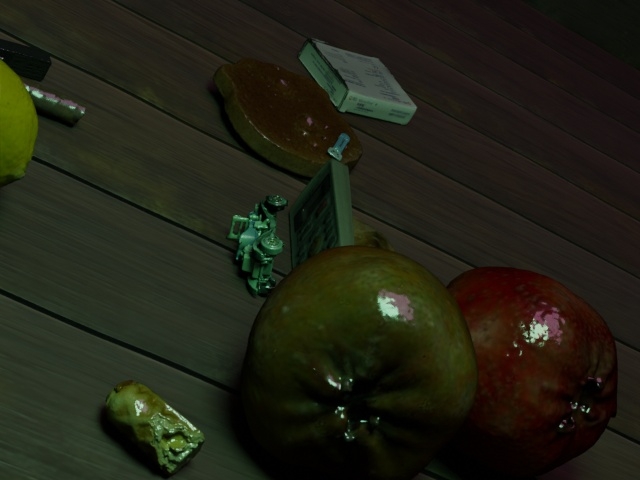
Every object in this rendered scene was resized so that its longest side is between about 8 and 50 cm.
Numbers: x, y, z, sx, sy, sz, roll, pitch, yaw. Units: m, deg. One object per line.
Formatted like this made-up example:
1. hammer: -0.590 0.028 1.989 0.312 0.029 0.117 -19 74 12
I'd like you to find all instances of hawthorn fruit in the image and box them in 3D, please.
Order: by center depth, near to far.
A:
1. hawthorn fruit: 0.050 0.135 1.401 0.268 0.268 0.301 33 24 -6
2. hawthorn fruit: 0.230 0.157 1.578 0.265 0.265 0.307 9 16 -41

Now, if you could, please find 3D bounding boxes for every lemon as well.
1. lemon: -0.414 -0.135 1.367 0.203 0.178 0.178 40 28 5

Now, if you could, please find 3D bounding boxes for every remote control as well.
1. remote control: 0.000 0.000 1.686 0.038 0.123 0.285 27 31 -18

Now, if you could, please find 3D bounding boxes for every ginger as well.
1. ginger: 0.059 0.024 1.768 0.095 0.069 0.190 33 26 -17

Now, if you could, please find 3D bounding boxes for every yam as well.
1. yam: -0.467 -0.232 1.600 0.327 0.045 0.045 24 -1 -25

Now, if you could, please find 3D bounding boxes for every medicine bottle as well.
1. medicine bottle: 0.074 -0.304 2.314 0.201 0.052 0.171 6 40 -45

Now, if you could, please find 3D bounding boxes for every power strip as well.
1. power strip: -0.431 -0.255 1.680 0.111 0.038 0.029 12 37 -37

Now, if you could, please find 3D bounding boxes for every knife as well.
1. knife: 0.033 -0.157 1.992 0.027 0.010 0.096 38 29 -5

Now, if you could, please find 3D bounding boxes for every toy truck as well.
1. toy truck: -0.089 0.001 1.636 0.078 0.080 0.154 9 32 -5

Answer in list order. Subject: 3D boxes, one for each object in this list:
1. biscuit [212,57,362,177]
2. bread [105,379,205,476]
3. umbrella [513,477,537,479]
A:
1. biscuit: -0.055 -0.200 2.004 0.273 0.049 0.257 6 44 -48
2. bread: -0.176 0.190 1.255 0.110 0.060 0.066 41 13 7
3. umbrella: 0.270 0.348 1.539 0.040 0.037 0.144 14 35 -12
